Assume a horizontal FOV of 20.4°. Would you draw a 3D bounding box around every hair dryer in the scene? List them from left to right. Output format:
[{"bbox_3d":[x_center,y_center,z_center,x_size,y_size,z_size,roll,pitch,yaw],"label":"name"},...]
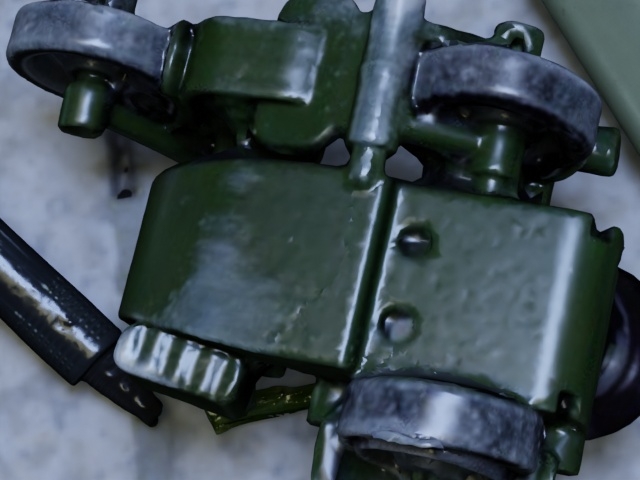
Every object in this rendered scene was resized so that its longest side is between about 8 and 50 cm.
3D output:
[{"bbox_3d":[-0.157,-0.016,0.734,0.255,0.128,0.070,42,80,2],"label":"hair dryer"}]

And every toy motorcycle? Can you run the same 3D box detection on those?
[{"bbox_3d":[0.000,0.000,0.696,0.275,0.127,0.205,8,76,18],"label":"toy motorcycle"}]

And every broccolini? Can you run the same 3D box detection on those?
[{"bbox_3d":[0.018,0.059,0.739,0.140,0.035,0.030,-10,71,3],"label":"broccolini"}]

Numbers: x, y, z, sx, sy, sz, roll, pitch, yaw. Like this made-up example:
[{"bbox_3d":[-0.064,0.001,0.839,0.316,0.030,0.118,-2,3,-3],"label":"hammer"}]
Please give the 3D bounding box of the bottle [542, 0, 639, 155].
[{"bbox_3d":[0.132,-0.109,0.756,0.072,0.072,0.201,-29,75,-4],"label":"bottle"}]
